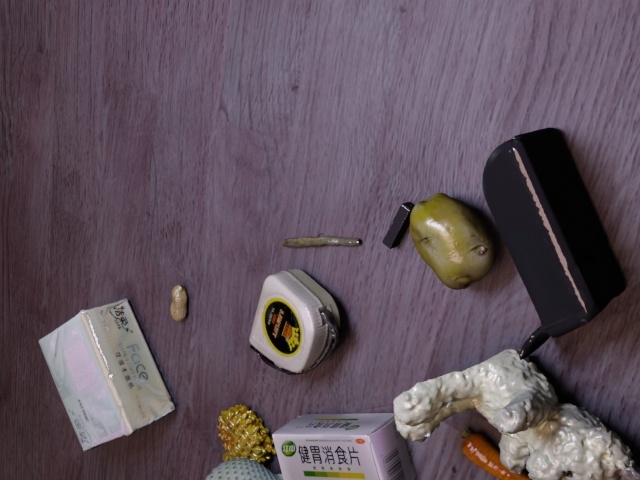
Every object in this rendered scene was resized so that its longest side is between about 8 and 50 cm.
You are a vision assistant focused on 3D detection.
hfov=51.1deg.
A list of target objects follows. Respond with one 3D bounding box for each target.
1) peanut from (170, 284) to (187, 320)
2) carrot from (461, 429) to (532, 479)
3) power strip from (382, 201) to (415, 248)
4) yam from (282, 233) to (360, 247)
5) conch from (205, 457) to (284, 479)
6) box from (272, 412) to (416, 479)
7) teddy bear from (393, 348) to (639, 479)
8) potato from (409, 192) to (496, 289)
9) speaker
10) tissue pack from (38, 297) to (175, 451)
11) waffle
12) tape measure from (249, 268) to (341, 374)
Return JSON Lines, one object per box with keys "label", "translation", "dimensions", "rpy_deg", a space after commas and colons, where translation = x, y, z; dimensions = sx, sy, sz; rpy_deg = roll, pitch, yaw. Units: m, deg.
{"label": "peanut", "translation": [-0.422, 0.186, 1.994], "dimensions": [0.054, 0.054, 0.113], "rpy_deg": [16, 108, 34]}
{"label": "carrot", "translation": [0.404, 0.500, 1.434], "dimensions": [0.257, 0.061, 0.061], "rpy_deg": [36, 121, 22]}
{"label": "power strip", "translation": [0.176, -0.034, 1.487], "dimensions": [0.029, 0.038, 0.111], "rpy_deg": [39, 120, 25]}
{"label": "yam", "translation": [0.000, 0.002, 1.641], "dimensions": [0.234, 0.029, 0.027], "rpy_deg": [-1, 127, 36]}
{"label": "conch", "translation": [-0.170, 0.740, 1.801], "dimensions": [0.319, 0.215, 0.303], "rpy_deg": [5, 127, 22]}
{"label": "box", "translation": [0.050, 0.533, 1.658], "dimensions": [0.333, 0.145, 0.173], "rpy_deg": [-13, 91, 39]}
{"label": "teddy bear", "translation": [0.380, 0.401, 1.271], "dimensions": [0.327, 0.375, 0.362], "rpy_deg": [77, 168, -60]}
{"label": "potato", "translation": [0.265, 0.000, 1.362], "dimensions": [0.154, 0.137, 0.200], "rpy_deg": [-35, 81, 38]}
{"label": "speaker", "translation": [0.402, 0.005, 1.239], "dimensions": [0.184, 0.180, 0.388], "rpy_deg": [-24, 86, 44]}
{"label": "tissue pack", "translation": [-0.696, 0.435, 2.166], "dimensions": [0.332, 0.205, 0.405], "rpy_deg": [-30, 83, 39]}
{"label": "waffle", "translation": [-0.225, 0.573, 1.925], "dimensions": [0.197, 0.070, 0.193], "rpy_deg": [-29, 84, 38]}
{"label": "tape measure", "translation": [-0.056, 0.230, 1.677], "dimensions": [0.231, 0.133, 0.271], "rpy_deg": [40, 124, 32]}
